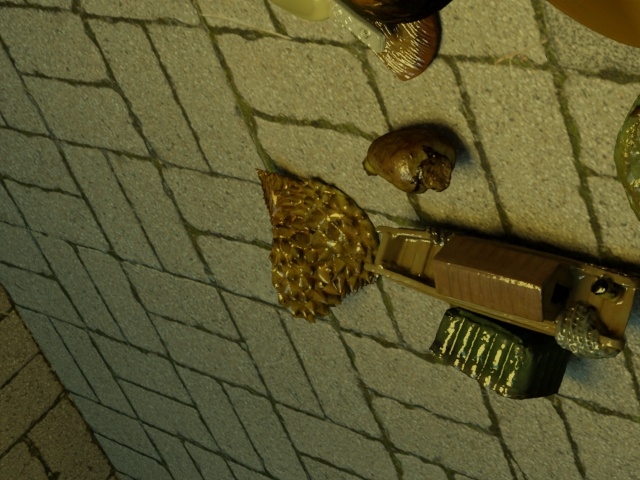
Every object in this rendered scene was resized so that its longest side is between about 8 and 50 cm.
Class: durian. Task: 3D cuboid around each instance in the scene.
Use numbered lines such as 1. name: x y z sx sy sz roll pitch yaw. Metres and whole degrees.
1. durian: 0.012 0.009 2.300 0.196 0.185 0.305 -3 121 24

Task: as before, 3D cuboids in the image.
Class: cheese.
1. cheese: 0.001 -0.340 1.872 0.251 0.054 0.127 42 153 26

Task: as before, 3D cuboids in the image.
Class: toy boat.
1. toy boat: 0.258 0.064 1.975 0.446 0.135 0.162 16 -179 39

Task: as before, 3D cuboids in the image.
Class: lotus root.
1. lotus root: 0.120 -0.122 1.989 0.191 0.108 0.094 19 116 57

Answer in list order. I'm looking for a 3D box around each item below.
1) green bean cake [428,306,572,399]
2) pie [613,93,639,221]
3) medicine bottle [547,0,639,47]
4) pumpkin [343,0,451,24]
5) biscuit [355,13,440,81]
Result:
1. green bean cake: 0.284 0.166 2.080 0.181 0.173 0.094 27 104 31
2. pie: 0.493 -0.080 1.611 0.323 0.070 0.323 31 146 24
3. medicine bottle: 0.304 -0.342 1.280 0.238 0.232 0.238 37 178 2
4. pumpkin: 0.060 -0.400 1.569 0.320 0.192 0.320 54 -179 -1
5. biscuit: 0.084 -0.325 1.847 0.228 0.031 0.176 51 149 -12
